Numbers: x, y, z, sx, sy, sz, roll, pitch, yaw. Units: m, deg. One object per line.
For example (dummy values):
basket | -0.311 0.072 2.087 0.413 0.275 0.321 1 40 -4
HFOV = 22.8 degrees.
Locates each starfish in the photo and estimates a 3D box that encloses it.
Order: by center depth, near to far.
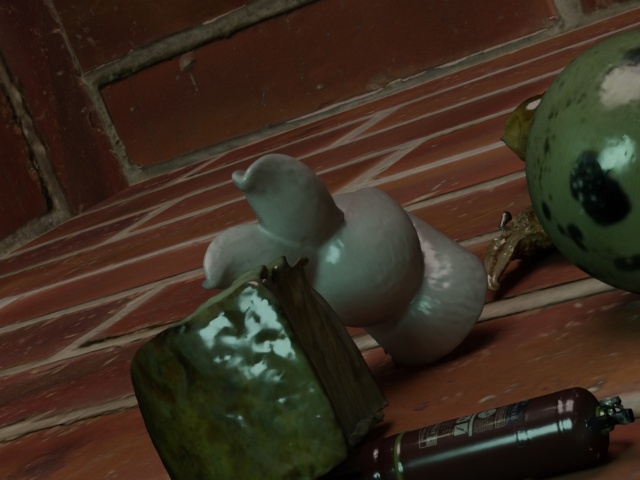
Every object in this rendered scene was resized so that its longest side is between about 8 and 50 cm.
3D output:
starfish | 0.212 -0.023 1.323 0.138 0.050 0.247 -16 14 25

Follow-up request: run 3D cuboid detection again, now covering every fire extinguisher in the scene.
fire extinguisher | 0.099 0.109 0.847 0.158 0.043 0.064 -18 -8 26

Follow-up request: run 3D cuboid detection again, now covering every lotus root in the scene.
lotus root | -0.036 0.093 0.944 0.138 0.119 0.235 -35 -4 1

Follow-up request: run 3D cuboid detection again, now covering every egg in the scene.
egg | 0.235 -0.055 1.054 0.177 0.177 0.228 -15 -1 38

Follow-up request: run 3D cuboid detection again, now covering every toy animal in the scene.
toy animal | 0.001 0.002 1.122 0.104 0.220 0.131 -52 34 16

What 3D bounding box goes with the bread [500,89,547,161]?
bread | 0.287 -0.114 1.546 0.269 0.098 0.087 -3 64 63
